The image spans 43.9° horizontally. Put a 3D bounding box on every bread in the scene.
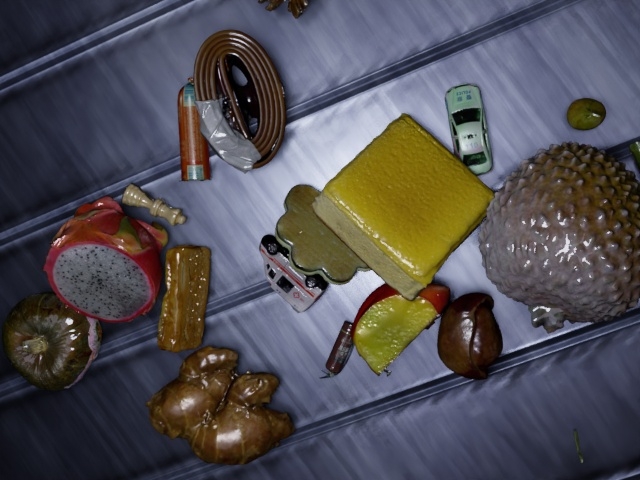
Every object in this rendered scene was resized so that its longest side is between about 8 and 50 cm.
[{"bbox_3d":[-0.351,0.146,2.009,0.077,0.139,0.271,10,98,33],"label":"bread"},{"bbox_3d":[0.000,0.000,1.941,0.286,0.056,0.207,43,66,6],"label":"bread"},{"bbox_3d":[0.201,-0.083,1.846,0.333,0.143,0.323,44,68,7],"label":"bread"}]

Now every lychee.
[{"bbox_3d":[0.545,-0.007,1.739,0.380,0.380,0.432,16,81,7],"label":"lychee"}]

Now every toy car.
[{"bbox_3d":[0.356,-0.265,1.900,0.090,0.076,0.224,-10,93,11],"label":"toy car"},{"bbox_3d":[-0.084,0.081,1.988,0.209,0.089,0.108,42,109,1],"label":"toy car"}]

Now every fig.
[{"bbox_3d":[0.617,-0.295,1.845,0.084,0.098,0.082,34,100,17],"label":"fig"}]

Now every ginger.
[{"bbox_3d":[-0.243,0.428,2.013,0.357,0.152,0.274,32,78,5],"label":"ginger"}]

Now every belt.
[{"bbox_3d":[-0.199,-0.335,1.933,0.217,0.122,0.339,-15,94,-8],"label":"belt"}]

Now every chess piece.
[{"bbox_3d":[-0.425,-0.087,2.047,0.172,0.060,0.060,25,97,4],"label":"chess piece"}]

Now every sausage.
[{"bbox_3d":[-0.322,-0.280,2.007,0.083,0.083,0.264,-2,92,9],"label":"sausage"}]

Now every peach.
[{"bbox_3d":[0.184,0.172,1.912,0.154,0.159,0.267,40,107,-5],"label":"peach"}]

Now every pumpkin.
[{"bbox_3d":[-0.703,0.257,2.046,0.260,0.189,0.260,1,93,10],"label":"pumpkin"}]

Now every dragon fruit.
[{"bbox_3d":[-0.522,0.034,1.984,0.305,0.226,0.305,3,128,4],"label":"dragon fruit"}]

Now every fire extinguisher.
[{"bbox_3d":[0.050,0.281,2.003,0.064,0.043,0.158,17,100,-35],"label":"fire extinguisher"}]

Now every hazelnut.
[{"bbox_3d":[0.359,0.222,1.884,0.160,0.170,0.202,18,107,6],"label":"hazelnut"}]

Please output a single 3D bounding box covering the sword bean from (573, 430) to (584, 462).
[{"bbox_3d":[0.632,0.505,1.943,0.012,0.012,0.083,-13,93,10],"label":"sword bean"}]

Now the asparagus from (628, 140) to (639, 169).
[{"bbox_3d":[0.777,-0.152,1.860,0.045,0.041,0.178,-23,91,-35],"label":"asparagus"}]

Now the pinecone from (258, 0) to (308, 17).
[{"bbox_3d":[-0.092,-0.638,1.908,0.195,0.150,0.179,28,104,9],"label":"pinecone"}]
